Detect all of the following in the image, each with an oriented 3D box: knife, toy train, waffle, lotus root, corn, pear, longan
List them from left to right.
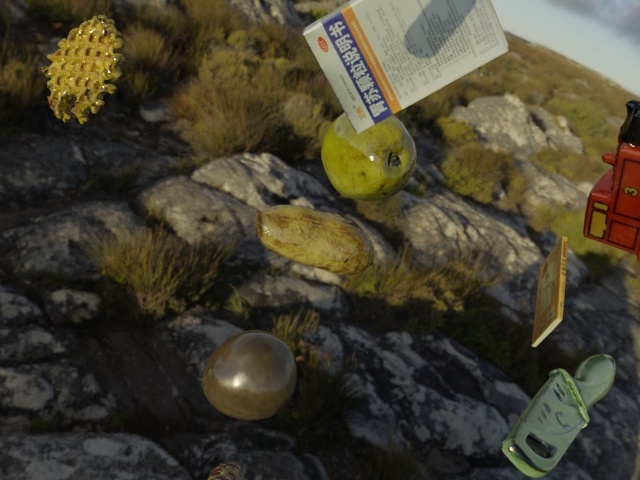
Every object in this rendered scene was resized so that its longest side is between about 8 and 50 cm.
[{"bbox_3d":[-0.500,-0.363,1.203,0.051,0.231,0.229,21,35,-54],"label":"waffle"},{"bbox_3d":[-0.223,0.562,1.195,0.098,0.098,0.290,26,7,0],"label":"corn"},{"bbox_3d":[-0.191,0.367,1.558,0.258,0.258,0.258,21,25,-10],"label":"longan"},{"bbox_3d":[0.000,0.000,1.043,0.258,0.097,0.110,14,59,-30],"label":"lotus root"},{"bbox_3d":[0.131,-0.229,1.520,0.252,0.253,0.307,13,4,-26],"label":"pear"},{"bbox_3d":[0.191,0.116,0.432,0.293,0.020,0.043,-4,60,-55],"label":"knife"},{"bbox_3d":[0.599,-0.090,0.991,0.231,0.369,0.163,22,48,36],"label":"toy train"}]

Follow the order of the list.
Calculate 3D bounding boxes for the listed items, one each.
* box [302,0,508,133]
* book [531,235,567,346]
[{"bbox_3d":[0.145,-0.352,0.997,0.200,0.299,0.106,58,14,-22],"label":"box"},{"bbox_3d":[0.410,0.092,1.019,0.012,0.118,0.172,16,58,6],"label":"book"}]
